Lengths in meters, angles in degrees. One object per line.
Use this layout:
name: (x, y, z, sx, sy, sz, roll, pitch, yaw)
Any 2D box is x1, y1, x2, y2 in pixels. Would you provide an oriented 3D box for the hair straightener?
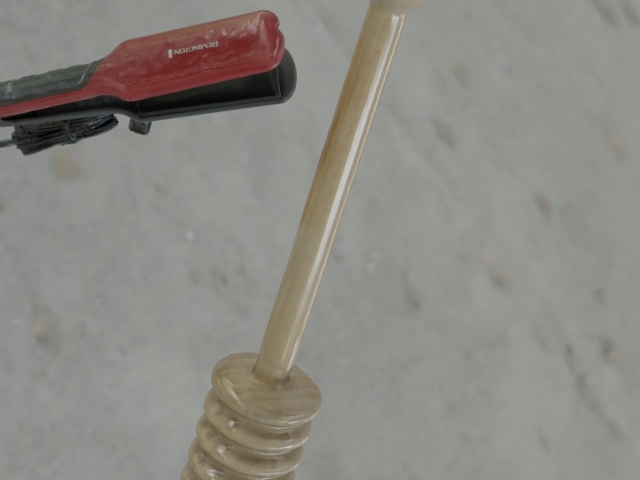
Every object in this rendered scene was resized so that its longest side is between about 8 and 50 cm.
hair straightener: (-0.124, -0.072, 1.003, 0.089, 0.230, 0.047, 62, 13, -64)

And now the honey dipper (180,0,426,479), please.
honey dipper: (0.000, 0.000, 0.425, 0.030, 0.161, 0.030, 16, 26, -8)
